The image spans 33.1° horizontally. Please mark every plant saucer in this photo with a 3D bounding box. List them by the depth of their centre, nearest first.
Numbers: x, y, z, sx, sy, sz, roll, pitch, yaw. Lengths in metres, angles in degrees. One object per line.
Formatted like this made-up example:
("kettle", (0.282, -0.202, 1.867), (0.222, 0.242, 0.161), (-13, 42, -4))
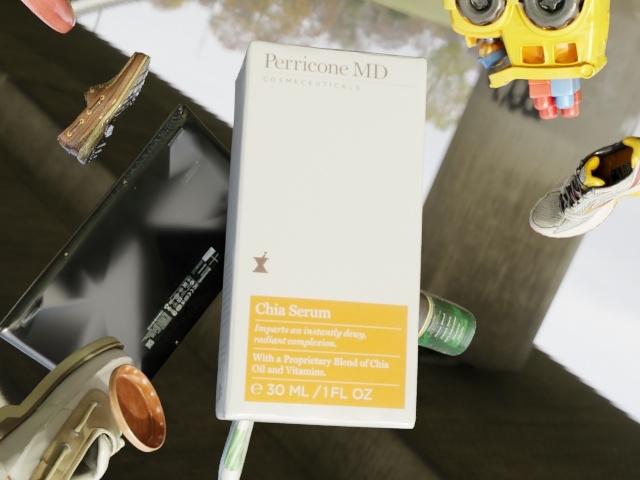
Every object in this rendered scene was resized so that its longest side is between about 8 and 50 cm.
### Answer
("plant saucer", (-0.169, 0.153, 0.985), (0.083, 0.013, 0.083), (59, -164, -28))

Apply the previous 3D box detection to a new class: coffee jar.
("coffee jar", (0.147, 0.113, 1.590), (0.096, 0.079, 0.184), (25, -178, 38))

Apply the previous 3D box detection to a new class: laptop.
("laptop", (-0.267, 0.037, 1.595), (0.236, 0.382, 0.408), (27, 165, 43))

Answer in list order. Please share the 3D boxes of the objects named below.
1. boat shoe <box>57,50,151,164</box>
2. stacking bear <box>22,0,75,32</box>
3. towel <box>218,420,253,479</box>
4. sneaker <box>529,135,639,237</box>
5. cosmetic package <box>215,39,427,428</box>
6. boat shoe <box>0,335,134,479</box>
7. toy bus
("boat shoe", (-0.302, -0.194, 1.505), (0.060, 0.178, 0.064), (34, 180, -2))
("stacking bear", (-0.258, -0.407, 1.290), (0.175, 0.289, 0.164), (55, -176, -3))
("towel", (-0.079, 0.180, 1.584), (0.038, 0.324, 0.248), (20, -154, -2))
("sneaker", (0.372, -0.081, 1.484), (0.093, 0.225, 0.088), (12, -128, -40))
("cosmetic package", (0.000, 0.000, 1.340), (0.230, 0.453, 0.161), (4, 170, -9))
("boat shoe", (-0.247, 0.191, 1.026), (0.103, 0.113, 0.302), (37, -155, 3))
("toy bus", (0.288, -0.269, 1.481), (0.220, 0.211, 0.149), (2, -161, 23))
